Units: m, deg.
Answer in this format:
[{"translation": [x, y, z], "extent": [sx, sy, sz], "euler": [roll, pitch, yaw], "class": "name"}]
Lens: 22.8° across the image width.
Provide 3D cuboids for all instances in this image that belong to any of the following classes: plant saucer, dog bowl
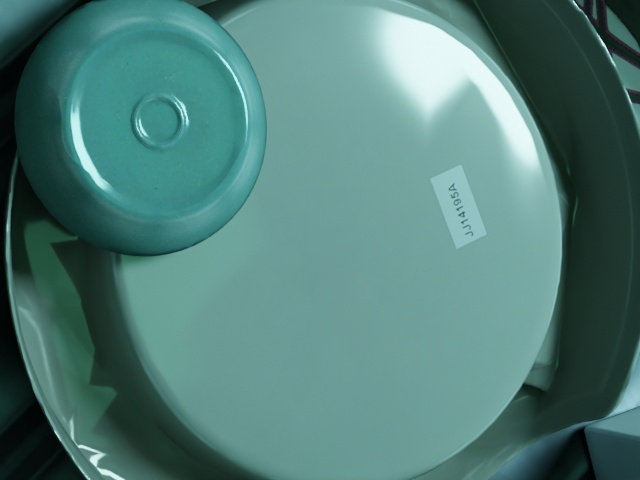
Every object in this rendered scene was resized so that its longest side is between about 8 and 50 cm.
[{"translation": [-0.075, -0.052, 0.707], "extent": [0.119, 0.021, 0.119], "euler": [0, 90, -25], "class": "plant saucer"}, {"translation": [0.000, 0.000, 0.808], "extent": [0.348, 0.102, 0.349], "euler": [0, 90, -25], "class": "dog bowl"}]

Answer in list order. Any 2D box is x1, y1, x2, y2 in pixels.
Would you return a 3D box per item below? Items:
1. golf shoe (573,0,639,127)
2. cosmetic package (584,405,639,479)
[{"translation": [0.185, -0.102, 0.887], "extent": [0.105, 0.120, 0.273], "euler": [-23, 100, -25], "class": "golf shoe"}, {"translation": [0.365, 0.117, 0.825], "extent": [0.284, 0.377, 0.097], "euler": [-18, 98, -23], "class": "cosmetic package"}]
